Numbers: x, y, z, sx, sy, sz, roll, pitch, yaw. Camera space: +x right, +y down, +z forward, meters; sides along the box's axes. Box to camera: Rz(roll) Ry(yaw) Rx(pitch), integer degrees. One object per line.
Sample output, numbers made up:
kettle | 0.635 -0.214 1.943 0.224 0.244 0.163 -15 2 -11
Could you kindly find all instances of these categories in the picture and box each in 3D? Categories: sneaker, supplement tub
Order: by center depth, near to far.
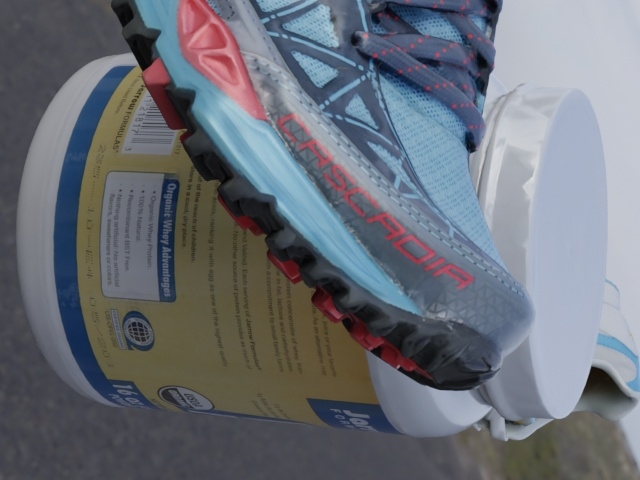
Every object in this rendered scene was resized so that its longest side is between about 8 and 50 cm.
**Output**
sneaker | 0.006 -0.083 0.459 0.262 0.125 0.104 63 9 31
supplement tub | 0.000 0.000 0.636 0.144 0.200 0.144 3 90 -67
sneaker | 0.095 0.077 1.049 0.087 0.229 0.092 97 -15 -48
